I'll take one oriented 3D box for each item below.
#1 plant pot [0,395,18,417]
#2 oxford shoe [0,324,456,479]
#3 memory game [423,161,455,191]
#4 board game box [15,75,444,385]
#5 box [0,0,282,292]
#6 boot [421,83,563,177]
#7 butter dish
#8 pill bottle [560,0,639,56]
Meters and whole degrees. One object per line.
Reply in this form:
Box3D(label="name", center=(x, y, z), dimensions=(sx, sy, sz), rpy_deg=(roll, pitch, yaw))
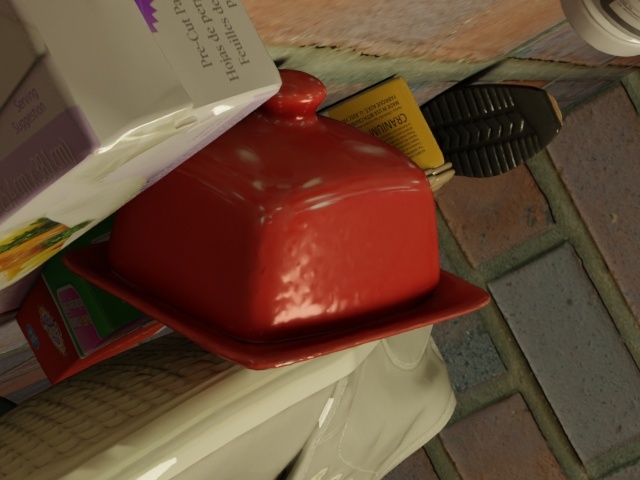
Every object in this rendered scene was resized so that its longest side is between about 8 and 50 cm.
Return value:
Box3D(label="plant pot", center=(-0.286, 0.190, 0.780), dimensions=(0.290, 0.290, 0.195), rpy_deg=(-29, 146, 22))
Box3D(label="oxford shoe", center=(-0.031, 0.101, 0.831), dimensions=(0.169, 0.130, 0.449), rpy_deg=(-11, -177, 23))
Box3D(label="memory game", center=(0.000, 0.000, 0.930), dimensions=(0.186, 0.012, 0.186), rpy_deg=(-27, 177, -2))
Box3D(label="board game box", center=(-0.077, 0.004, 1.065), dimensions=(0.242, 0.064, 0.316), rpy_deg=(-27, 177, -19))
Box3D(label="box", center=(-0.138, 0.004, 0.440), dimensions=(0.063, 0.067, 0.324), rpy_deg=(-24, 176, -45))
Box3D(label="boot", center=(0.134, -0.101, 1.279), dimensions=(0.198, 0.076, 0.137), rpy_deg=(-13, -168, 40))
Box3D(label="butter dish", center=(-0.019, -0.022, 0.718), dimensions=(0.160, 0.118, 0.160), rpy_deg=(-13, -154, -40))
Box3D(label="pill bottle", center=(0.168, -0.137, 0.708), dimensions=(0.078, 0.078, 0.137), rpy_deg=(-27, 178, -21))
